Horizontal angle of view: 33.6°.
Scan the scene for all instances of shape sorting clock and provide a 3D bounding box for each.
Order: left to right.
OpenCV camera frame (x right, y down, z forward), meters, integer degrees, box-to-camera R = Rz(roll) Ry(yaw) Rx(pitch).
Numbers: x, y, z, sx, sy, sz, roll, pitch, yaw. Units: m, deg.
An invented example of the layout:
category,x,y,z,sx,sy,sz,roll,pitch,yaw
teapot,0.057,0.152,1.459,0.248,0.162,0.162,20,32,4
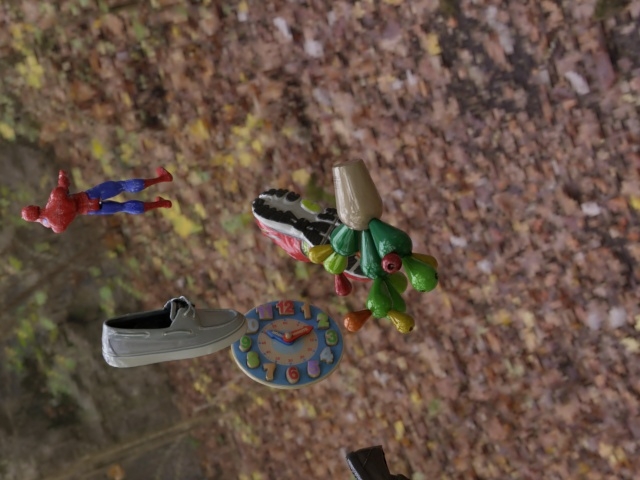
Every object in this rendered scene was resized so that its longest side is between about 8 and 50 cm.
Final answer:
category,x,y,z,sx,sy,sz,roll,pitch,yaw
shape sorting clock,-0.059,0.183,1.924,0.206,0.206,0.040,53,150,41

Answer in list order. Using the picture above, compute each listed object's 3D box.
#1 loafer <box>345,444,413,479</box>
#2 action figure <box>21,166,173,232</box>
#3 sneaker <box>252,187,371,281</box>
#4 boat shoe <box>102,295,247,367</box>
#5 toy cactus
category,x,y,z,sx,sy,sz,roll,pitch,yaw
loafer,0.126,0.427,1.775,0.220,0.078,0.080,53,171,29
action figure,-0.416,-0.079,1.883,0.139,0.280,0.091,23,118,41
sneaker,0.000,0.000,1.917,0.279,0.107,0.118,31,151,27
boat shoe,-0.221,0.131,1.621,0.079,0.228,0.081,-130,33,-56
toy cactus,0.044,0.005,1.142,0.219,0.112,0.180,-159,50,-72
